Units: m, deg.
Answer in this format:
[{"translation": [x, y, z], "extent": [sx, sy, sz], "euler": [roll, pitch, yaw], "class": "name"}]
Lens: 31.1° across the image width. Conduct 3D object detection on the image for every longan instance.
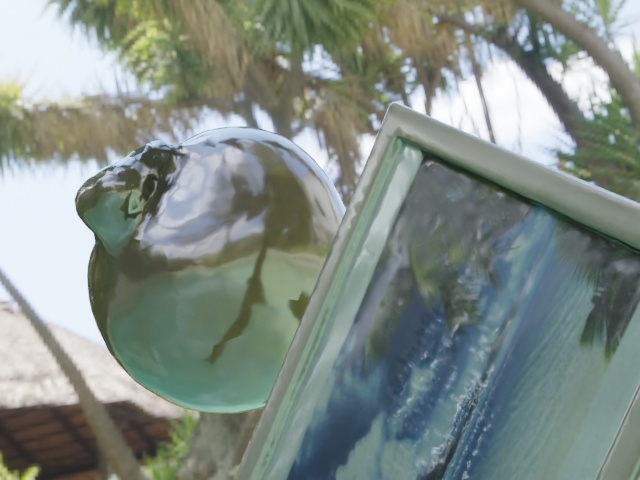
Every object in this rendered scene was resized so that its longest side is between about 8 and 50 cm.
[{"translation": [-0.067, 0.013, 0.733], "extent": [0.204, 0.185, 0.159], "euler": [34, -17, -35], "class": "longan"}]

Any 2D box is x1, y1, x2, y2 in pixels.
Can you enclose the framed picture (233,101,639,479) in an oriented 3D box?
[{"translation": [0.040, 0.109, 0.523], "extent": [0.024, 0.315, 0.232], "euler": [16, 9, -36], "class": "framed picture"}]
